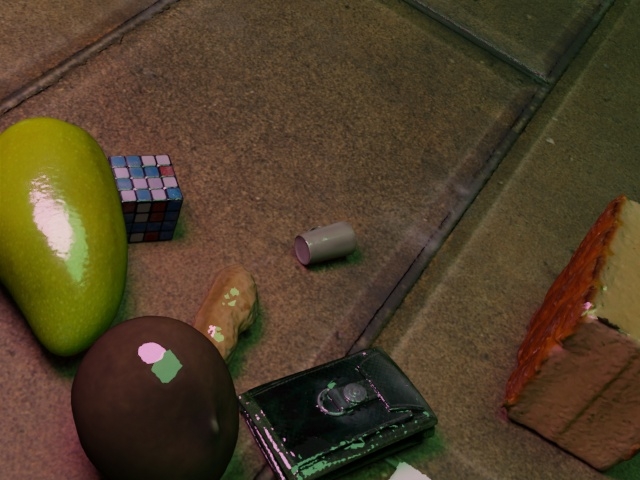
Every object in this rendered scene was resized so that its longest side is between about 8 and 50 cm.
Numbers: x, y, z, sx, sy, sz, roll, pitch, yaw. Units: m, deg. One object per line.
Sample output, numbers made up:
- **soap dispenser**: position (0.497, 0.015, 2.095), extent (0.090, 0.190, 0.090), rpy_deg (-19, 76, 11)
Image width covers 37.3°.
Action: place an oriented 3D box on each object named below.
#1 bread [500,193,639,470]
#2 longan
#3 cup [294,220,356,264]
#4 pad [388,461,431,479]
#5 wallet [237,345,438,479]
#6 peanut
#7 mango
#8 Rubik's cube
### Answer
- **bread**: position (0.424, 0.134, 1.358), extent (0.207, 0.279, 0.279), rpy_deg (28, 43, 6)
- **longan**: position (-0.191, 0.196, 1.104), extent (0.196, 0.196, 0.220), rpy_deg (-29, 99, -38)
- **cup**: position (0.002, -0.003, 1.454), extent (0.083, 0.054, 0.075), rpy_deg (-15, 59, -29)
- **pad**: position (0.164, 0.396, 1.202), extent (0.232, 0.004, 0.156), rpy_deg (33, 47, 8)
- **wallet**: position (0.023, 0.230, 1.262), extent (0.236, 0.055, 0.160), rpy_deg (-14, 51, -31)
- **peanut**: position (-0.129, 0.106, 1.292), extent (0.080, 0.080, 0.174), rpy_deg (22, 49, -3)
- **mango**: position (-0.352, -0.008, 1.245), extent (0.192, 0.156, 0.343), rpy_deg (-14, 62, -11)
- **Rubik's cube**: position (-0.260, -0.060, 1.371), extent (0.092, 0.092, 0.092), rpy_deg (-5, 53, -25)
